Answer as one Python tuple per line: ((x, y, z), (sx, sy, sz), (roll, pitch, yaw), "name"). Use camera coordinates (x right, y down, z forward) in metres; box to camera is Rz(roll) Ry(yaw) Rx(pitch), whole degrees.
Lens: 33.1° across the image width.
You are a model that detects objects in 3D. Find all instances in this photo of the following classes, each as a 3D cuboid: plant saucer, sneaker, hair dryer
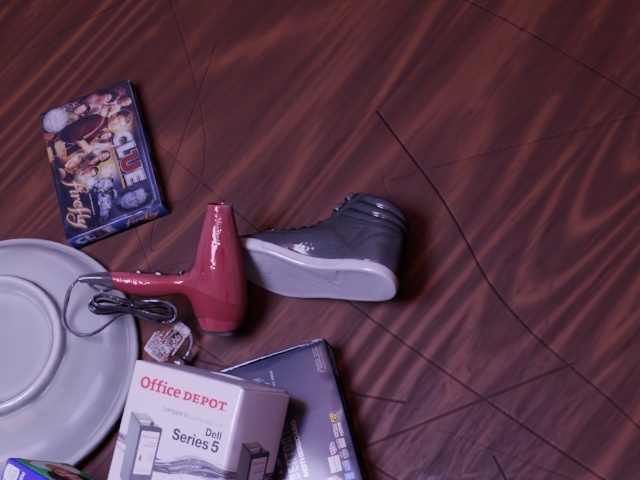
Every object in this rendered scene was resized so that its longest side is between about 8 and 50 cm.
((-0.474, 0.166, 1.593), (0.400, 0.100, 0.401), (-2, 66, 5), "plant saucer")
((0.000, 0.000, 1.579), (0.295, 0.105, 0.147), (6, 51, 28), "sneaker")
((-0.210, 0.068, 1.533), (0.223, 0.080, 0.293), (39, 93, -13), "hair dryer")

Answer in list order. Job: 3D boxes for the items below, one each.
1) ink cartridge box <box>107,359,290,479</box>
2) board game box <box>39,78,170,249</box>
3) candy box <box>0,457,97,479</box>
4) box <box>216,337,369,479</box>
((-0.173, 0.310, 1.430), (0.198, 0.114, 0.273), (8, 84, 35), "ink cartridge box")
((-0.350, -0.126, 1.737), (0.165, 0.042, 0.243), (-21, 66, 5), "board game box")
((-0.296, 0.453, 1.336), (0.317, 0.122, 0.268), (17, 88, 34), "candy box")
((-0.046, 0.273, 1.496), (0.183, 0.059, 0.233), (-18, 66, 8), "box")
